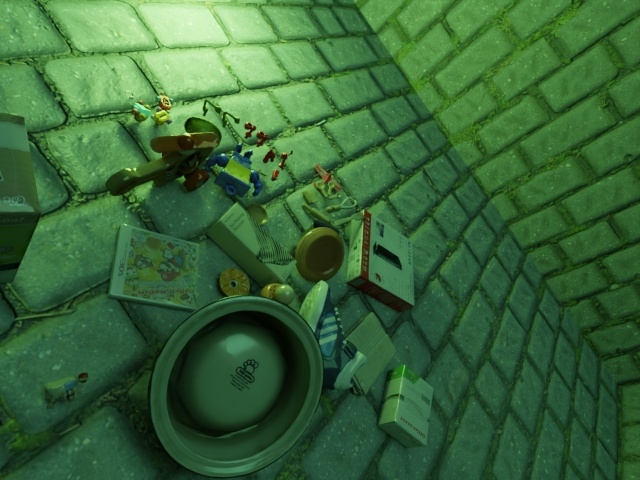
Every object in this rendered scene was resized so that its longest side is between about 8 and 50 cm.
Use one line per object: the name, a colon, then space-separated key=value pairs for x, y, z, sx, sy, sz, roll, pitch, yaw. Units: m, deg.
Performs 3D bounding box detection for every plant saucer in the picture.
plant saucer: x=0.006 y=0.054 z=1.547 sx=0.199 sy=0.037 sz=0.200 roll=-8 pitch=105 yaw=-30
plant saucer: x=-0.220 y=-0.089 z=1.525 sx=0.083 sy=0.015 sz=0.084 roll=24 pitch=51 yaw=-32

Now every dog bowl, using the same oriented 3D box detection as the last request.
dog bowl: x=-0.204 y=0.326 z=1.057 sx=0.407 sy=0.150 sz=0.409 roll=0 pitch=90 yaw=-26

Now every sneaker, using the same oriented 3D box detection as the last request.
sneaker: x=0.046 y=0.311 z=1.413 sx=0.236 sy=0.130 sz=0.323 roll=26 pitch=53 yaw=-17

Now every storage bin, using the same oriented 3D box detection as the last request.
storage bin: x=0.000 y=0.000 z=1.622 sx=0.135 sy=0.091 sz=0.098 roll=20 pitch=52 yaw=-34

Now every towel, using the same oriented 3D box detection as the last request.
towel: x=0.158 y=0.392 z=1.553 sx=0.282 sy=0.049 sz=0.187 roll=-32 pitch=90 yaw=-49

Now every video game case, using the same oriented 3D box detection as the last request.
video game case: x=-0.440 y=0.075 z=1.197 sx=0.226 sy=0.026 sz=0.207 roll=18 pitch=53 yaw=-36

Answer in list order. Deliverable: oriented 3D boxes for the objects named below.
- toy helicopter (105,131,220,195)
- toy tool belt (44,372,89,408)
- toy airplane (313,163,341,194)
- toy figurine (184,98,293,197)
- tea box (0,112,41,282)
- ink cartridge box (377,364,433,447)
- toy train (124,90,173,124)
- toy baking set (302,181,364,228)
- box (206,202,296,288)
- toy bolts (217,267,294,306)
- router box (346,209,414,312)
toy helicopter: x=-0.429 y=-0.213 z=1.235 sx=0.140 sy=0.235 sz=0.355 roll=54 pitch=41 yaw=-3
toy tool belt: x=-0.534 y=0.318 z=0.937 sx=0.083 sy=0.052 sz=0.051 roll=-12 pitch=104 yaw=-44
toy airplane: x=0.020 y=-0.245 z=1.850 sx=0.151 sy=0.028 sz=0.151 roll=23 pitch=50 yaw=-30
toy figurine: x=-0.286 y=-0.254 z=1.448 sx=0.362 sy=0.191 sz=0.218 roll=29 pitch=52 yaw=-26
tea box: x=-0.725 y=-0.065 z=0.784 sx=0.328 sy=0.323 sz=0.220 roll=-3 pitch=67 yaw=-46
ink cartridge box: x=0.297 y=0.575 z=1.532 sx=0.160 sy=0.092 sz=0.220 roll=41 pitch=43 yaw=-16
toy train: x=-0.541 y=-0.419 z=1.411 sx=0.166 sy=0.046 sz=0.125 roll=-11 pitch=72 yaw=-50
toy baking set: x=0.050 y=-0.138 z=1.751 sx=0.256 sy=0.030 sz=0.197 roll=38 pitch=58 yaw=0
box: x=-0.214 y=0.024 z=1.397 sx=0.275 sy=0.094 sz=0.113 roll=45 pitch=42 yaw=-14
toy bolts: x=-0.200 y=0.173 z=1.262 sx=0.218 sy=0.158 sz=0.229 roll=46 pitch=41 yaw=-11
router box: x=0.252 y=0.082 z=1.820 sx=0.301 sy=0.082 sz=0.336 roll=30 pitch=47 yaw=-27
